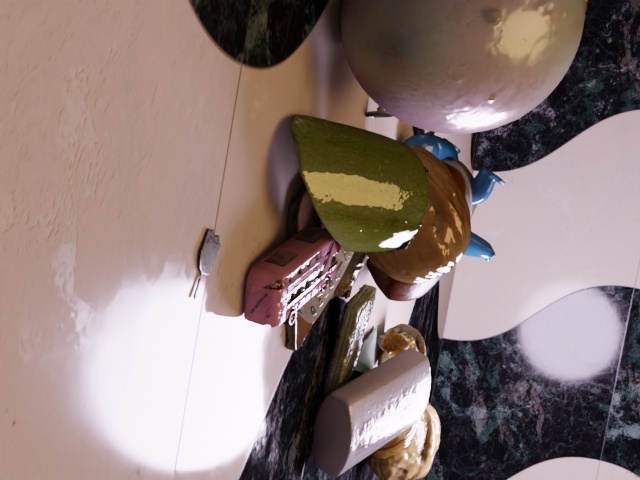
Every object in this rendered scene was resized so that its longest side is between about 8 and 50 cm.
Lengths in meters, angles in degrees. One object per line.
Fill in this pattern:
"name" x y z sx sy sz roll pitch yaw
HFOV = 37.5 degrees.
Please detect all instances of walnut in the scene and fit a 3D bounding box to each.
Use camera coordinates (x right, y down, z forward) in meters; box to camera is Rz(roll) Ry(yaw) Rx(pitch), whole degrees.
"walnut" 0.206 0.497 2.368 0.198 0.198 0.245 -29 138 -72
"walnut" 0.164 -0.049 1.726 0.261 0.225 0.225 58 31 -18
"walnut" 0.142 0.388 2.088 0.207 0.167 0.167 -60 156 -49

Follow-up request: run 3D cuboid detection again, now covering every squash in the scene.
"squash" 0.015 -0.079 1.367 0.260 0.189 0.189 5 98 -40

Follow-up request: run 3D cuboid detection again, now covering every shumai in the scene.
"shumai" 0.181 0.264 2.288 0.116 0.145 0.145 22 78 -53

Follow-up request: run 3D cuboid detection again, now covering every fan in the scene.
"fan" -0.132 0.028 1.081 0.056 0.004 0.083 66 38 -67

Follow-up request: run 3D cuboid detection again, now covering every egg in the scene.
"egg" 0.184 -0.315 1.398 0.340 0.354 0.354 -38 139 -48

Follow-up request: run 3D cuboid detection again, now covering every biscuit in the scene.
"biscuit" 0.057 0.191 1.810 0.121 0.041 0.199 -44 151 -63

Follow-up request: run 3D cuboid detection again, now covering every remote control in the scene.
"remote control" 0.009 0.027 1.479 0.229 0.044 0.073 -61 141 -37

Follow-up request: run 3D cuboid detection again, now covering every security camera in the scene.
"security camera" 0.107 -0.271 1.715 0.058 0.058 0.092 -10 98 -75

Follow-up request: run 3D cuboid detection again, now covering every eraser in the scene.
"eraser" 0.104 0.333 1.856 0.270 0.095 0.174 -19 125 -47

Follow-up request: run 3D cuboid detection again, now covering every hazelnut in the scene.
"hazelnut" 0.183 0.030 1.969 0.178 0.178 0.204 -53 142 -60

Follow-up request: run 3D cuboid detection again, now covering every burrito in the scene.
"burrito" 0.070 0.038 1.794 0.171 0.042 0.051 -58 173 -43

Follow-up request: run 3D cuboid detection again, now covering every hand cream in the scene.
"hand cream" 0.099 0.268 2.062 0.321 0.067 0.109 -22 123 -78

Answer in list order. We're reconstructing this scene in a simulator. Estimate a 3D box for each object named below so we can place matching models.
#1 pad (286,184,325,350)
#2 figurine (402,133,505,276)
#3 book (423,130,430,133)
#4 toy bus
"pad" 0.000 0.000 1.539 0.286 0.018 0.284 -57 153 -55
"figurine" 0.291 -0.088 2.209 0.243 0.298 0.416 -29 136 -26
"book" 0.289 -0.400 2.343 0.157 0.026 0.231 -63 158 -46
"toy bus" -0.037 0.049 1.312 0.203 0.063 0.090 -38 138 -58
